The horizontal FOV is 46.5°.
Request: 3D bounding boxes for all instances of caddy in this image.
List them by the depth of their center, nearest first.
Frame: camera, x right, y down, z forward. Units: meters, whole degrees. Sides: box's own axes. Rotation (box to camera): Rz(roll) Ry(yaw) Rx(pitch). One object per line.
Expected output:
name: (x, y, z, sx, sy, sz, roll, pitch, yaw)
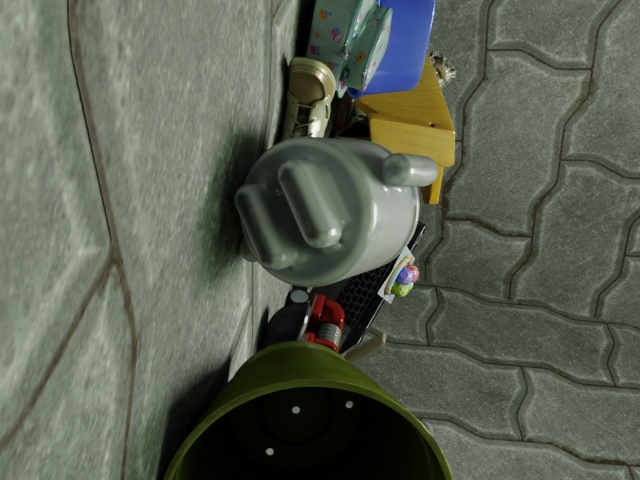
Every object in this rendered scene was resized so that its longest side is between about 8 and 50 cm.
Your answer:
caddy: (0.111, -0.463, 1.559, 0.241, 0.179, 0.341, -106, -163, -47)

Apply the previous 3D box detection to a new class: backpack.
backpack: (0.042, -0.350, 1.241, 0.166, 0.144, 0.188, -64, 163, -48)

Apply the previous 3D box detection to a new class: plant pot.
plant pot: (-0.027, 0.311, 1.073, 0.353, 0.366, 0.367, -112, -148, -79)

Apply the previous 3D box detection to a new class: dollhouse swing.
dollhouse swing: (0.190, -0.295, 1.993, 0.305, 0.315, 0.347, 111, -21, -44)

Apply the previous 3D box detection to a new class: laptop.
laptop: (0.093, 0.069, 2.005, 0.236, 0.408, 0.382, 25, 97, -44)

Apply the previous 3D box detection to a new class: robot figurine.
robot figurine: (0.020, -0.045, 1.067, 0.353, 0.299, 0.200, -13, 81, -63)

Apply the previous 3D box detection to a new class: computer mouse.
computer mouse: (-0.094, 0.232, 1.512, 0.188, 0.072, 0.272, -73, -175, -62)

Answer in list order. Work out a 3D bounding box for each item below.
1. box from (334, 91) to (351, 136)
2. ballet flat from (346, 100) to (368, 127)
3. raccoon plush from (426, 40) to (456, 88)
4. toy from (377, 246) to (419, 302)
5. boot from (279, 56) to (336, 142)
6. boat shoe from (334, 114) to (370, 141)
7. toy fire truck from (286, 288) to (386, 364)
box: (0.068, -0.362, 2.098, 0.081, 0.028, 0.136, 93, 12, -57)
ballet flat: (0.119, -0.351, 2.265, 0.123, 0.123, 0.349, 95, 8, -51)
raccoon plush: (0.264, -0.626, 2.124, 0.216, 0.299, 0.447, -66, 166, -66)
toy: (0.214, 0.100, 1.908, 0.137, 0.056, 0.237, -60, 167, -3)
boot: (-0.032, -0.177, 1.194, 0.213, 0.077, 0.165, 89, 16, -69)
boat shoe: (0.119, -0.289, 2.070, 0.285, 0.104, 0.089, -43, 149, -50)
toy fire truck: (0.025, 0.224, 1.732, 0.217, 0.246, 0.159, -72, 172, -50)
